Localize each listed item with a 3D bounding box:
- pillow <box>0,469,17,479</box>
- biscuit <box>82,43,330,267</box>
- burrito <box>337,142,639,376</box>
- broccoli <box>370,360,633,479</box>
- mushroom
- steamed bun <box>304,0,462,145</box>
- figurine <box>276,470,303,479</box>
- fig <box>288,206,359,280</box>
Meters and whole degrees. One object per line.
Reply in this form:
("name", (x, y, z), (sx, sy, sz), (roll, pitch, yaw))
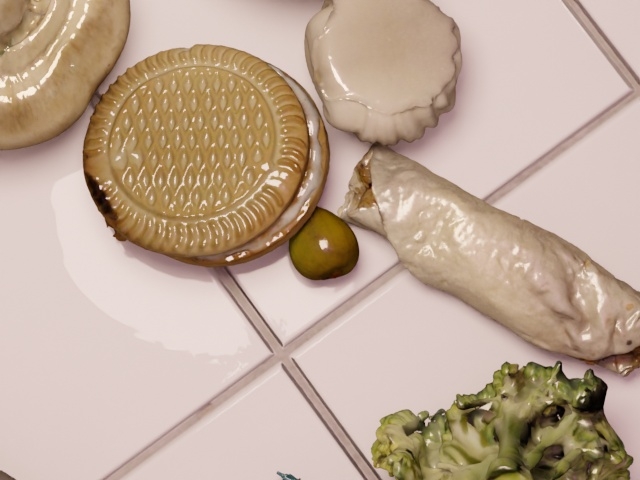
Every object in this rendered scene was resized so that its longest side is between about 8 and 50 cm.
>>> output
("pillow", (-0.409, 0.288, 1.299), (0.326, 0.101, 0.228), (34, 70, 2))
("biscuit", (-0.120, -0.091, 1.373), (0.259, 0.079, 0.259), (-2, 73, 7))
("burrito", (0.198, 0.030, 1.397), (0.392, 0.076, 0.117), (31, 88, 3))
("broccoli", (0.187, 0.223, 1.283), (0.263, 0.243, 0.247), (35, 95, 7))
("mushroom", (-0.320, -0.231, 1.324), (0.254, 0.234, 0.260), (-22, 84, -9))
("steamed bun", (0.066, -0.187, 1.402), (0.183, 0.106, 0.183), (2, 78, -11))
("figurine", (0.001, 0.299, 1.356), (0.140, 0.068, 0.075), (38, 79, -4))
("fig", (0.000, 0.000, 1.392), (0.074, 0.074, 0.088), (-23, 72, -6))
